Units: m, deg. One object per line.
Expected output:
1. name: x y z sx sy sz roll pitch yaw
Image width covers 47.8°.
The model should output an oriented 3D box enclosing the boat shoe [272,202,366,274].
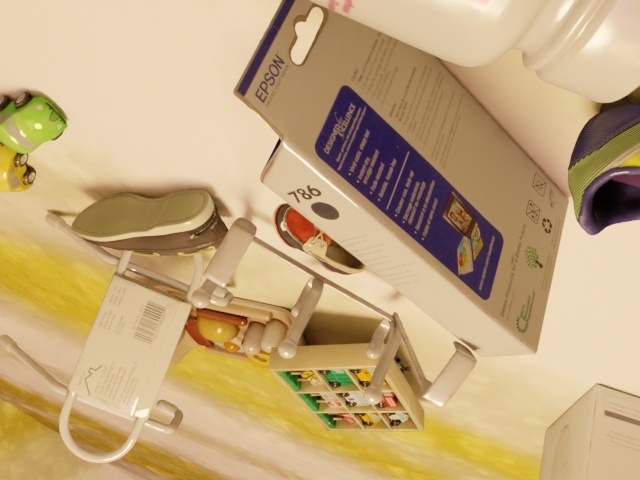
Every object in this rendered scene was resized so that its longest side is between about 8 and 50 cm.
1. boat shoe: 0.000 0.000 0.824 0.043 0.049 0.137 10 157 46

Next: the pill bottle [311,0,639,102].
1. pill bottle: 0.051 -0.188 0.369 0.283 0.160 0.160 23 151 -2

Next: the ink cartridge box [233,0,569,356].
1. ink cartridge box: 0.070 -0.058 0.567 0.332 0.165 0.065 40 147 -27

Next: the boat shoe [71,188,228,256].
1. boat shoe: -0.220 -0.014 0.918 0.227 0.081 0.069 -1 139 31

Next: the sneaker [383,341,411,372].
1. sneaker: 0.104 0.180 1.072 0.069 0.038 0.098 21 159 -3

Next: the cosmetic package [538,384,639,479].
1. cosmetic package: 0.383 0.351 0.971 0.138 0.225 0.224 18 151 8

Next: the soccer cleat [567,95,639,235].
1. soccer cleat: 0.306 -0.050 0.465 0.289 0.121 0.093 -4 141 38

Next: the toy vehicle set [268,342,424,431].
1. toy vehicle set: 0.048 0.228 1.091 0.166 0.035 0.267 -6 146 19

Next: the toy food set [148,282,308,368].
1. toy food set: -0.149 0.181 1.183 0.306 0.092 0.220 10 148 21

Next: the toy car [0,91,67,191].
1. toy car: -0.399 -0.132 0.872 0.225 0.053 0.239 0 144 34

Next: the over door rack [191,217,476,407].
1. over door rack: -0.010 0.080 0.749 0.239 0.108 0.324 29 177 -5

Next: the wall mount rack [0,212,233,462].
1. wall mount rack: -0.306 0.120 1.036 0.304 0.350 0.130 23 -176 -3
